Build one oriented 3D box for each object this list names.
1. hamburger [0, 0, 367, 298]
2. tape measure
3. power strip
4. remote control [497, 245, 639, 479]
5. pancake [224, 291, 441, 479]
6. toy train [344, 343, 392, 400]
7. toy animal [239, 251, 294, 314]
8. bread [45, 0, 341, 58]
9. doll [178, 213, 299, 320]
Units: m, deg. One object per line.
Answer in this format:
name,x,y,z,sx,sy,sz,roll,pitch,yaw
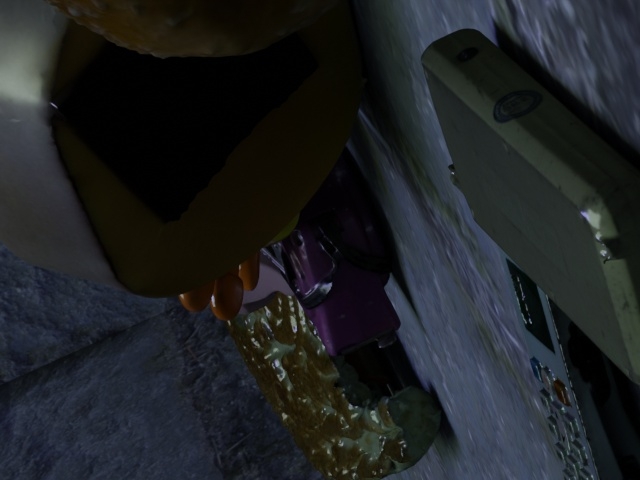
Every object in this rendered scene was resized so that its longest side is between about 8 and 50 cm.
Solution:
hamburger,-0.094,-0.102,0.954,0.151,0.227,0.295,37,158,26
tape measure,0.000,0.000,1.244,0.125,0.074,0.118,-124,12,-53
power strip,0.075,-0.017,0.634,0.076,0.028,0.169,68,173,-29
remote control,0.105,0.070,0.731,0.065,0.029,0.166,-128,19,-75
pancake,-0.007,0.072,1.481,0.376,0.054,0.197,44,146,51
toy train,0.019,0.108,1.603,0.118,0.074,0.176,80,167,-51
toy animal,-0.043,-0.060,1.389,0.124,0.124,0.213,75,-159,-63
bread,-0.087,-0.188,0.685,0.196,0.176,0.246,74,171,-46
doll,-0.075,-0.062,1.154,0.143,0.135,0.221,21,-118,-70
